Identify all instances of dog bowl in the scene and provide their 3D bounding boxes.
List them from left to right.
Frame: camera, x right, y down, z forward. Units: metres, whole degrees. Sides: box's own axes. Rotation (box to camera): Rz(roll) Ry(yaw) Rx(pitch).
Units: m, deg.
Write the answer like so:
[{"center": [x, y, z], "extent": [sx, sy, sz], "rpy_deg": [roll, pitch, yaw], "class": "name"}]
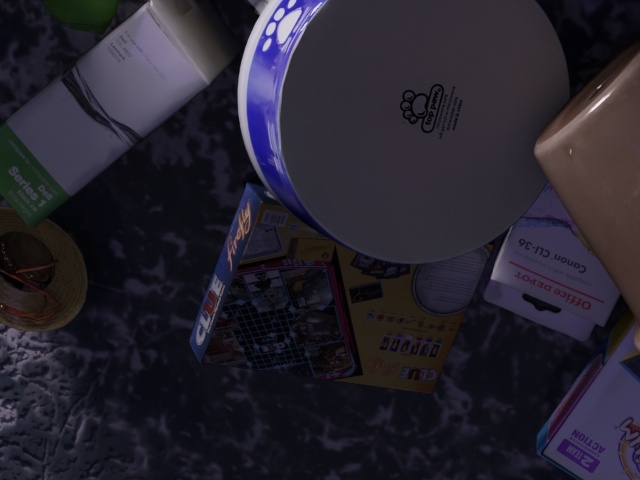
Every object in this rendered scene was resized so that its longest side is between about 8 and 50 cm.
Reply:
[{"center": [0.071, -0.117, 1.637], "extent": [0.265, 0.104, 0.265], "rpy_deg": [-5, 104, -18], "class": "dog bowl"}]

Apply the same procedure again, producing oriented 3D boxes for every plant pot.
[{"center": [0.301, -0.045, 1.568], "extent": [0.229, 0.263, 0.263], "rpy_deg": [45, 109, -3], "class": "plant pot"}]

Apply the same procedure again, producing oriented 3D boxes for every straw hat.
[{"center": [-0.279, 0.012, 1.872], "extent": [0.144, 0.061, 0.144], "rpy_deg": [6, 125, 9], "class": "straw hat"}]

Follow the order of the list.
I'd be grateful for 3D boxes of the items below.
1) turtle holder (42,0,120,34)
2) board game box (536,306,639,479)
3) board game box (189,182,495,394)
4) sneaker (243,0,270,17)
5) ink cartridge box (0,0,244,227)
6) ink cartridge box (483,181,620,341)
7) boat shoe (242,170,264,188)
[{"center": [-0.331, -0.299, 1.707], "extent": [0.320, 0.243, 0.227], "rpy_deg": [-1, 143, -4], "class": "turtle holder"}, {"center": [0.380, 0.123, 1.759], "extent": [0.242, 0.064, 0.316], "rpy_deg": [34, 102, -1], "class": "board game box"}, {"center": [0.020, 0.047, 1.770], "extent": [0.243, 0.042, 0.165], "rpy_deg": [10, 113, -28], "class": "board game box"}, {"center": [-0.028, -0.239, 1.720], "extent": [0.094, 0.081, 0.208], "rpy_deg": [-47, 71, 17], "class": "sneaker"}, {"center": [-0.188, -0.128, 1.759], "extent": [0.219, 0.160, 0.092], "rpy_deg": [-37, 98, 19], "class": "ink cartridge box"}, {"center": [0.230, -0.002, 1.769], "extent": [0.115, 0.067, 0.198], "rpy_deg": [23, 110, 3], "class": "ink cartridge box"}, {"center": [0.034, -0.123, 1.764], "extent": [0.258, 0.109, 0.089], "rpy_deg": [-34, 93, 2], "class": "boat shoe"}]
